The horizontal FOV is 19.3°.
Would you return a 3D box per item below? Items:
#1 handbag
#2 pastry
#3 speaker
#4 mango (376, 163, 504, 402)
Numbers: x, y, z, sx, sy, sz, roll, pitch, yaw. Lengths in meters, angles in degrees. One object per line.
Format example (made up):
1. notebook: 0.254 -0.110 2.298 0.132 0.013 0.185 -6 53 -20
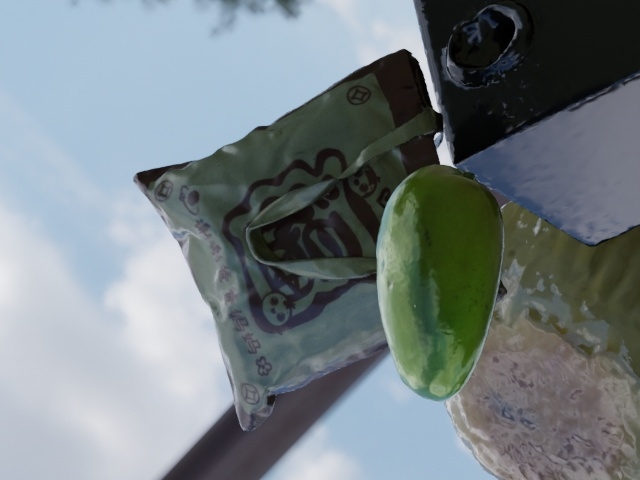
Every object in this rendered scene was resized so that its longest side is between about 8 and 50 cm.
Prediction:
1. handbag: 0.000 0.000 1.377 0.213 0.235 0.127 69 -165 14
2. pastry: 0.313 0.110 1.928 0.388 0.388 0.312 44 -130 5
3. speaker: 0.242 -0.147 1.460 0.232 0.254 0.184 26 -135 -49
4. mango: 0.054 0.020 0.854 0.056 0.108 0.073 1 -175 -10
